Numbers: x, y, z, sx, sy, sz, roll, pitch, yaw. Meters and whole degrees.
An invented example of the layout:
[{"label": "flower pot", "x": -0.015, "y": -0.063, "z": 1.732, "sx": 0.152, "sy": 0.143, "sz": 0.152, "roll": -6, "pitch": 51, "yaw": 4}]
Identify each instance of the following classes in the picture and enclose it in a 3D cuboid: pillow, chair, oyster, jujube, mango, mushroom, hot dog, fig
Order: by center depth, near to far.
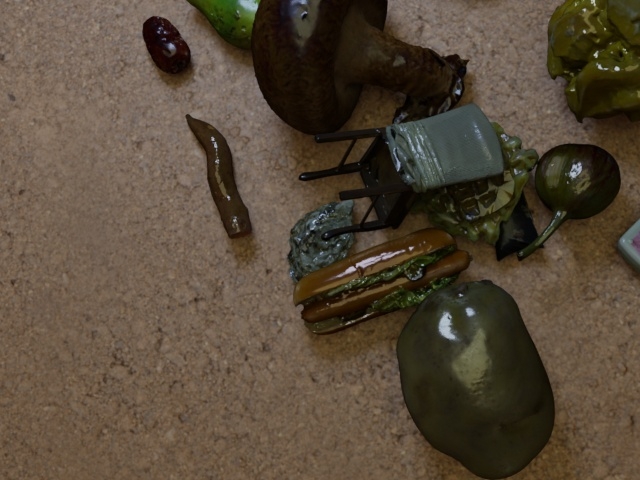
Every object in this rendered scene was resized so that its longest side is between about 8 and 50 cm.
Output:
[{"label": "fig", "x": 0.427, "y": -0.063, "z": 1.303, "sx": 0.149, "sy": 0.149, "sz": 0.245, "roll": 33, "pitch": 73, "yaw": 9}, {"label": "mushroom", "x": 0.050, "y": -0.330, "z": 1.315, "sx": 0.356, "sy": 0.334, "sz": 0.331, "roll": 41, "pitch": 90, "yaw": 19}, {"label": "chair", "x": 0.144, "y": -0.126, "z": 1.330, "sx": 0.319, "sy": 0.186, "sz": 0.160, "roll": -13, "pitch": 67, "yaw": -20}, {"label": "hot dog", "x": 0.116, "y": 0.075, "z": 1.344, "sx": 0.337, "sy": 0.100, "sz": 0.135, "roll": -21, "pitch": 111, "yaw": 3}, {"label": "pillow", "x": 0.354, "y": -0.043, "z": 1.370, "sx": 0.091, "sy": 0.048, "sz": 0.150, "roll": -15, "pitch": 78, "yaw": -4}, {"label": "oyster", "x": 0.000, "y": 0.000, "z": 1.402, "sx": 0.125, "sy": 0.064, "sz": 0.177, "roll": 10, "pitch": 85, "yaw": 3}, {"label": "mango", "x": -0.165, "y": -0.452, "z": 1.445, "sx": 0.233, "sy": 0.111, "sz": 0.125, "roll": 23, "pitch": 81, "yaw": 7}, {"label": "jujube", "x": -0.314, "y": -0.395, "z": 1.475, "sx": 0.077, "sy": 0.077, "sz": 0.129, "roll": -36, "pitch": 76, "yaw": 2}]

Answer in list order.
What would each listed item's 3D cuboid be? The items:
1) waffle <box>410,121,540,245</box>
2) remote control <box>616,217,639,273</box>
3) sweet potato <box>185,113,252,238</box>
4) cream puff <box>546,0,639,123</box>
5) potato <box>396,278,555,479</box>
[{"label": "waffle", "x": 0.274, "y": -0.119, "z": 1.359, "sx": 0.204, "sy": 0.054, "sz": 0.223, "roll": 28, "pitch": 93, "yaw": 27}, {"label": "remote control", "x": 0.694, "y": -0.061, "z": 1.307, "sx": 0.344, "sy": 0.050, "sz": 0.145, "roll": -43, "pitch": 68, "yaw": -4}, {"label": "sweet potato", "x": -0.197, "y": -0.138, "z": 1.440, "sx": 0.059, "sy": 0.067, "sz": 0.281, "roll": -10, "pitch": 75, "yaw": -32}, {"label": "cream puff", "x": 0.528, "y": -0.366, "z": 1.299, "sx": 0.257, "sy": 0.291, "sz": 0.324, "roll": -31, "pitch": 96, "yaw": 32}, {"label": "potato", "x": 0.261, "y": 0.237, "z": 1.263, "sx": 0.243, "sy": 0.221, "sz": 0.326, "roll": -25, "pitch": 94, "yaw": 12}]
